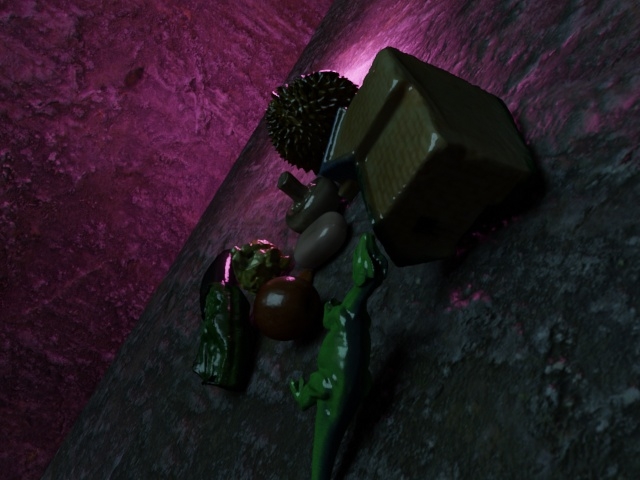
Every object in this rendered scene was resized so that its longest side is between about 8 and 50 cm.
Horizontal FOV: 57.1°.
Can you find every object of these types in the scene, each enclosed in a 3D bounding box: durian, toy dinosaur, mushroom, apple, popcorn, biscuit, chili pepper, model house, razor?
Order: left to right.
[{"bbox_3d":[-0.403,0.174,2.334,0.189,0.107,0.326,-49,23,21],"label":"razor"},{"bbox_3d":[-0.293,0.311,1.850,0.213,0.168,0.384,123,152,-43],"label":"chili pepper"},{"bbox_3d":[-0.199,0.087,1.969,0.186,0.167,0.187,-35,56,-9],"label":"popcorn"},{"bbox_3d":[-0.087,0.181,1.579,0.169,0.181,0.180,-10,46,31],"label":"apple"},{"bbox_3d":[-0.063,0.143,1.780,0.130,0.019,0.102,-55,21,3],"label":"biscuit"},{"bbox_3d":[-0.050,-0.132,1.875,0.207,0.215,0.207,-41,24,23],"label":"mushroom"},{"bbox_3d":[0.007,-0.371,1.873,0.347,0.385,0.347,-45,29,35],"label":"durian"},{"bbox_3d":[0.067,0.280,1.094,0.374,0.144,0.499,118,155,-44],"label":"toy dinosaur"},{"bbox_3d":[0.214,-0.147,1.267,0.342,0.335,0.382,-57,26,34],"label":"model house"}]

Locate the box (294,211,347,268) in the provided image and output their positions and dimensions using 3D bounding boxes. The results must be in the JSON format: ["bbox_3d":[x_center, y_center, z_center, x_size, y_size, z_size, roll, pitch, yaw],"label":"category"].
[{"bbox_3d":[0.000,0.000,1.756,0.200,0.088,0.145,-42,26,34],"label":"box"}]
